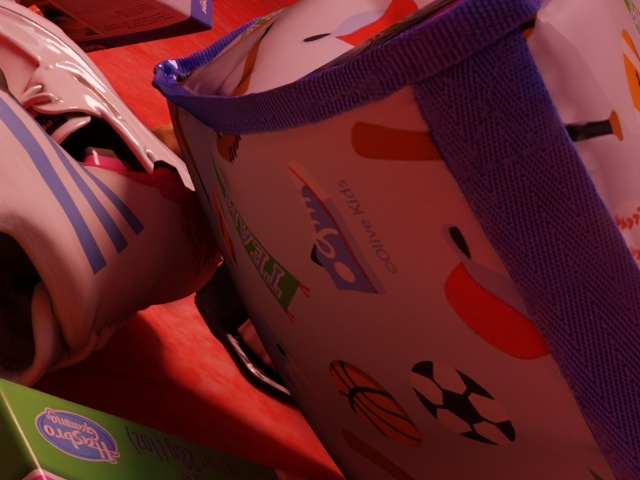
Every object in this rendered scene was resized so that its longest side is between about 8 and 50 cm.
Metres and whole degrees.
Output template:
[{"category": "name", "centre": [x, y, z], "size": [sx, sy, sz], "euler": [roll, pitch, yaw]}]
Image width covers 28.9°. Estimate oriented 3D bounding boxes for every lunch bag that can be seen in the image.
[{"category": "lunch bag", "centre": [0.090, 0.021, 0.594], "size": [0.328, 0.239, 0.385], "euler": [61, -2, -13]}]

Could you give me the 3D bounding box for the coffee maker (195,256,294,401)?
[{"category": "coffee maker", "centre": [0.000, 0.000, 0.878], "size": [0.171, 0.178, 0.120], "euler": [44, 13, 22]}]

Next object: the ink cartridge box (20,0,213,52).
[{"category": "ink cartridge box", "centre": [-0.221, -0.215, 1.045], "size": [0.185, 0.065, 0.311], "euler": [-5, -6, 26]}]

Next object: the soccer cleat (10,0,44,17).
[{"category": "soccer cleat", "centre": [-0.245, -0.147, 0.976], "size": [0.068, 0.076, 0.196], "euler": [51, -5, 6]}]

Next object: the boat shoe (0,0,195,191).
[{"category": "boat shoe", "centre": [-0.175, -0.078, 0.850], "size": [0.258, 0.095, 0.084], "euler": [37, 8, -5]}]

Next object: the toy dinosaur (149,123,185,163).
[{"category": "toy dinosaur", "centre": [-0.104, -0.065, 0.914], "size": [0.112, 0.211, 0.064], "euler": [56, 37, -28]}]

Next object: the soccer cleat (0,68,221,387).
[{"category": "soccer cleat", "centre": [-0.142, 0.016, 0.634], "size": [0.331, 0.116, 0.143], "euler": [35, 42, -66]}]

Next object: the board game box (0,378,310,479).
[{"category": "board game box", "centre": [0.015, 0.201, 0.396], "size": [0.242, 0.064, 0.316], "euler": [31, 16, -53]}]
